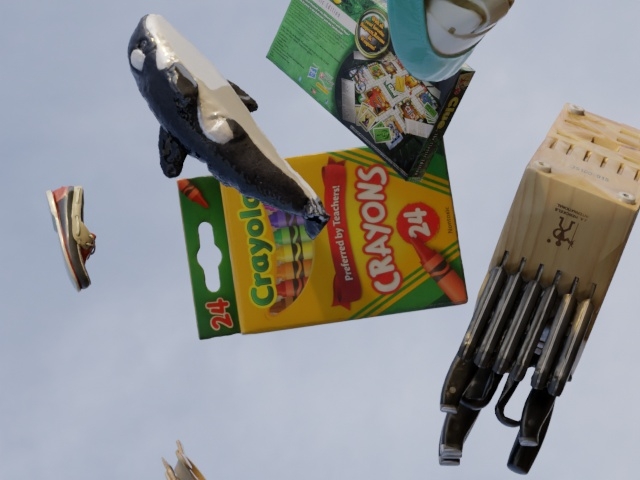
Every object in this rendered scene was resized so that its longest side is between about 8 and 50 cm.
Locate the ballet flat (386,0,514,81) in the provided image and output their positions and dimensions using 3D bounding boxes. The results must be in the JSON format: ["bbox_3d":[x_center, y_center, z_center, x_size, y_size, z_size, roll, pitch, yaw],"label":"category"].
[{"bbox_3d":[0.091,-0.193,1.233,0.083,0.087,0.247,-31,-43,-23],"label":"ballet flat"}]

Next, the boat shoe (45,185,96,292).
[{"bbox_3d":[-0.267,-0.004,1.977,0.049,0.043,0.137,96,159,-53],"label":"boat shoe"}]

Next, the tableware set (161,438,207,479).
[{"bbox_3d":[-0.086,0.247,1.593,0.020,0.141,0.169,-39,-76,0],"label":"tableware set"}]

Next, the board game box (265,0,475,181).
[{"bbox_3d":[0.048,-0.188,1.918,0.030,0.259,0.136,-2,-54,-44],"label":"board game box"}]

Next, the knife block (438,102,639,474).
[{"bbox_3d":[0.169,0.045,1.379,0.276,0.088,0.242,-50,-19,-65],"label":"knife block"}]

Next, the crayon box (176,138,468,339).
[{"bbox_3d":[0.000,0.000,2.114,0.081,0.318,0.202,127,134,-86],"label":"crayon box"}]

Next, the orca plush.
[{"bbox_3d":[-0.113,-0.097,1.859,0.287,0.102,0.151,44,-162,-3],"label":"orca plush"}]
